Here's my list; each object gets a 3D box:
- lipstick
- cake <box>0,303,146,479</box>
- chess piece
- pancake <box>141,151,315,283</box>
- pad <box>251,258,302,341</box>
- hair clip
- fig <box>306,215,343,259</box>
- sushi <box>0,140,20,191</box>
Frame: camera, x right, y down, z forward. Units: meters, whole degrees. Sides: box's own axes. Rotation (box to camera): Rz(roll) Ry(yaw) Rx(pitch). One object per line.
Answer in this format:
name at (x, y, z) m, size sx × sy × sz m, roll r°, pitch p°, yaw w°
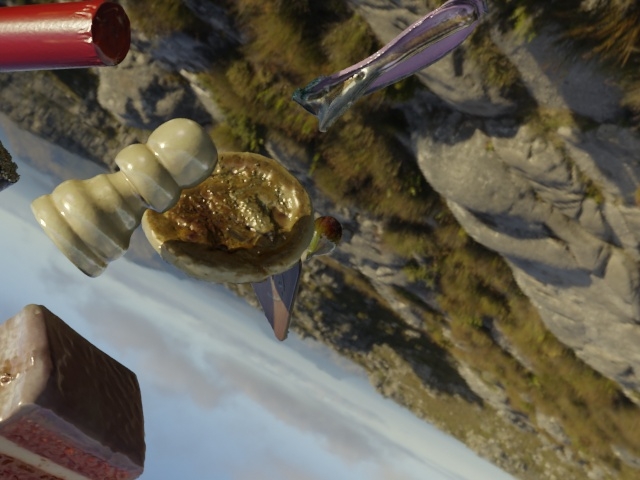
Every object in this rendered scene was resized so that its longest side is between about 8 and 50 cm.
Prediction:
lipstick at (-0.339, -0.219, 0.710) m, size 0.280 × 0.073 × 0.073 m, roll 3°, pitch 160°, yaw 19°
cake at (-0.466, 0.303, 1.112) m, size 0.309 × 0.237 × 0.230 m, roll 54°, pitch -170°, yaw -40°
chess piece at (-0.307, -0.091, 1.079) m, size 0.167 × 0.300 × 0.167 m, roll 49°, pitch 172°, yaw 10°
pancake at (-0.179, -0.052, 1.320) m, size 0.356 × 0.356 × 0.065 m, roll 29°, pitch 144°, yaw 6°
pad at (-0.118, 0.053, 1.518) m, size 0.286 × 0.018 × 0.284 m, roll 103°, pitch 147°, yaw -42°
hair clip at (0.123, -0.303, 1.119) m, size 0.110 × 0.359 × 0.095 m, roll 50°, pitch -162°, yaw -30°
fig at (0.000, 0.000, 1.857) m, size 0.103 × 0.154 × 0.109 m, roll 20°, pitch 154°, yaw 29°
sushi at (-0.852, -0.202, 1.703) m, size 0.150 × 0.078 × 0.090 m, roll 60°, pitch -172°, yaw 9°
